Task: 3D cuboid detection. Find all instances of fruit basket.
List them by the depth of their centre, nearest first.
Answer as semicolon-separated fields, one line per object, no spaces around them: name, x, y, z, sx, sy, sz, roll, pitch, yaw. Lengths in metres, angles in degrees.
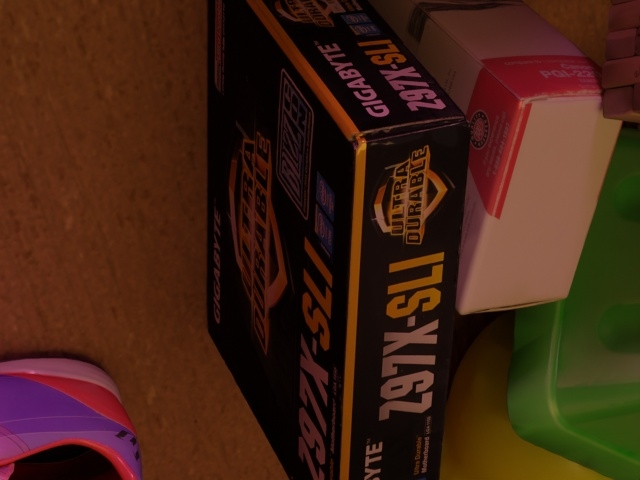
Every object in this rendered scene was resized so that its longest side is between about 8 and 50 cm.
fruit basket;0.236;0.089;1.399;0.392;0.392;0.283;23;69;-37

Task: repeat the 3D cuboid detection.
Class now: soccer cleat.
soccer cleat;-0.272;0.144;1.224;0.318;0.116;0.109;0;123;-28

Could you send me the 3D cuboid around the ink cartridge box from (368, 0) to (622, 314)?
ink cartridge box;0.088;-0.078;1.184;0.092;0.218;0.159;-6;126;-30

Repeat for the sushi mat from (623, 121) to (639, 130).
sushi mat;0.378;-0.120;1.432;0.316;0.019;0.151;-11;130;-20

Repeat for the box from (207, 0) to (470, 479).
box;0.000;0.000;1.170;0.079;0.257;0.322;-12;128;-20

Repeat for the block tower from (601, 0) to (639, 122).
block tower;0.236;-0.220;1.066;0.097;0.091;0.336;5;87;-29
